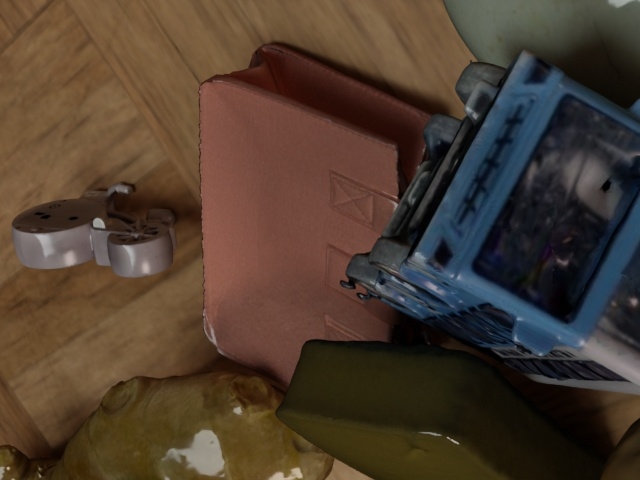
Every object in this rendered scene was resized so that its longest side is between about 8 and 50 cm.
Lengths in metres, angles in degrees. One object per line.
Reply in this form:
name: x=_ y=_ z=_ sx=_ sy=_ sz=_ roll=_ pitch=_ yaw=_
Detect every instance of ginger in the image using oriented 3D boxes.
ginger: x=-0.144 y=0.198 z=1.137 sx=0.348 sy=0.122 sz=0.363 roll=18 pitch=142 yaw=23

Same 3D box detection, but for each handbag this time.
handbag: x=0.000 y=0.000 z=0.948 sx=0.157 sy=0.059 sz=0.212 roll=24 pitch=131 yaw=30

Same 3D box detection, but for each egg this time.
egg: x=0.143 y=-0.117 z=0.681 sx=0.209 sy=0.151 sz=0.151 roll=8 pitch=120 yaw=41

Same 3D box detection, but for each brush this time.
brush: x=0.075 y=0.113 z=0.879 sx=0.123 sy=0.059 sz=0.197 roll=4 pitch=158 yaw=37

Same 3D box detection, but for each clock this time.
clock: x=-0.145 y=-0.005 z=1.051 sx=0.129 sy=0.087 sz=0.041 roll=9 pitch=116 yaw=36

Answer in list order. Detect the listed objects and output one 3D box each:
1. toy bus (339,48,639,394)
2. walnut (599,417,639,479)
toy bus: x=0.092 y=0.003 z=0.712 sx=0.131 sy=0.106 sz=0.297 roll=29 pitch=176 yaw=-1
walnut: x=0.257 y=0.164 z=0.679 sx=0.285 sy=0.285 sz=0.296 roll=-47 pitch=60 yaw=47
